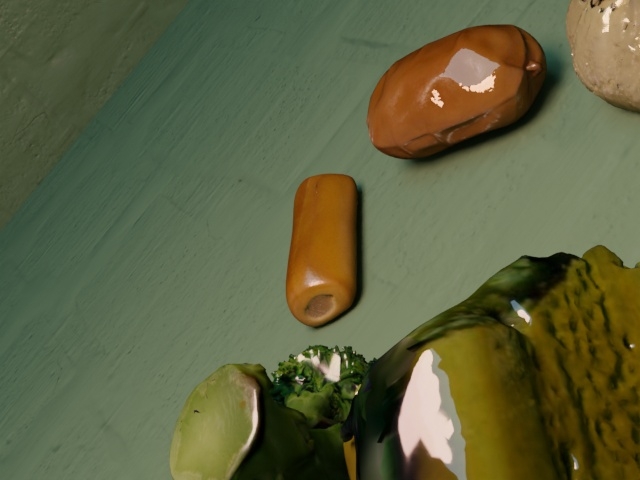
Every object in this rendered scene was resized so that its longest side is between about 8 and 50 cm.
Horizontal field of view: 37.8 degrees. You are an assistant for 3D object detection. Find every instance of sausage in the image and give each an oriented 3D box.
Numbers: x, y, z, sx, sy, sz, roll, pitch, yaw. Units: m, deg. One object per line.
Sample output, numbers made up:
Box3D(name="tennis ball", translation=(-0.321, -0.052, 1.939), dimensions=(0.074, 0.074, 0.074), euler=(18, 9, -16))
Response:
Box3D(name="sausage", translation=(0.163, -0.180, 1.139), dimensions=(0.241, 0.120, 0.136), euler=(-21, 54, 39))

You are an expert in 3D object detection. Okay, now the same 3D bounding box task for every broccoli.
Box3D(name="broccoli", translation=(-0.007, 0.212, 0.730), dimensions=(0.297, 0.297, 0.297), euler=(-22, 50, 29))

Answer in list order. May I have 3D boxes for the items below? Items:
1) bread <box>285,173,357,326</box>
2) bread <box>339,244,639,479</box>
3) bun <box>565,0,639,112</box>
Box3D(name="bread", translation=(0.000, 0.000, 1.196), dimensions=(0.092, 0.074, 0.239), euler=(-37, 31, 30))
Box3D(name="bread", translation=(0.143, 0.209, 0.524), dimensions=(0.208, 0.251, 0.376), euler=(111, 151, -55))
Box3D(name="bun", translation=(0.364, -0.259, 0.933), dimensions=(0.259, 0.152, 0.259), euler=(-35, 30, 24))
